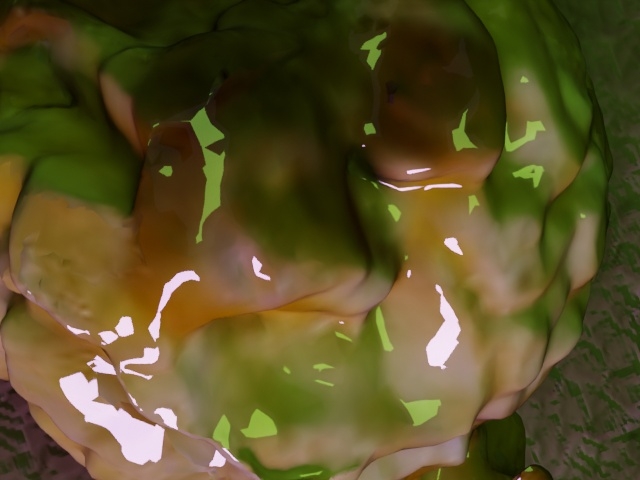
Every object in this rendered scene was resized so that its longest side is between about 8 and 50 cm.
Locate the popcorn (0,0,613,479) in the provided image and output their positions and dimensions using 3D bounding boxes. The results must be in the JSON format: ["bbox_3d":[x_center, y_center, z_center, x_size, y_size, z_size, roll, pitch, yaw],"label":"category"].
[{"bbox_3d":[0.000,0.000,0.788,0.265,0.225,0.332,-44,119,-8],"label":"popcorn"}]
